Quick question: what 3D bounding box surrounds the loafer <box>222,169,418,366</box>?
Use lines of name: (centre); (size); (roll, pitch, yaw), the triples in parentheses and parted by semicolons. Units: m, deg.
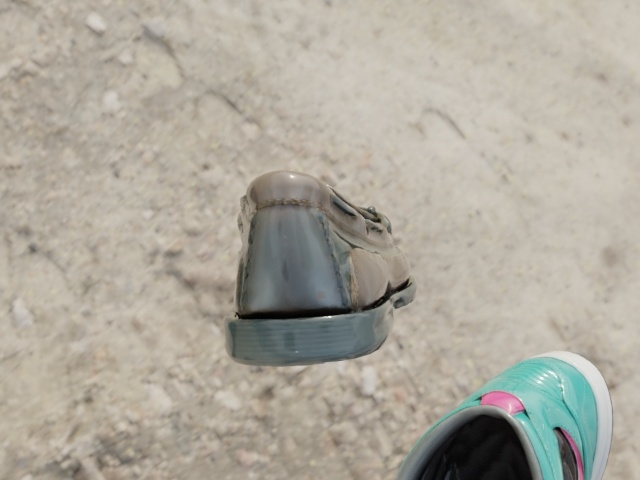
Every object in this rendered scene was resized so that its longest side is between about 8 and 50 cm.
loafer: (0.000, 0.000, 0.680); (0.096, 0.267, 0.084); (-5, 96, 2)

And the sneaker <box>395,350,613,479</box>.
sneaker: (0.126, 0.230, 0.948); (0.178, 0.124, 0.295); (-1, 94, -54)
